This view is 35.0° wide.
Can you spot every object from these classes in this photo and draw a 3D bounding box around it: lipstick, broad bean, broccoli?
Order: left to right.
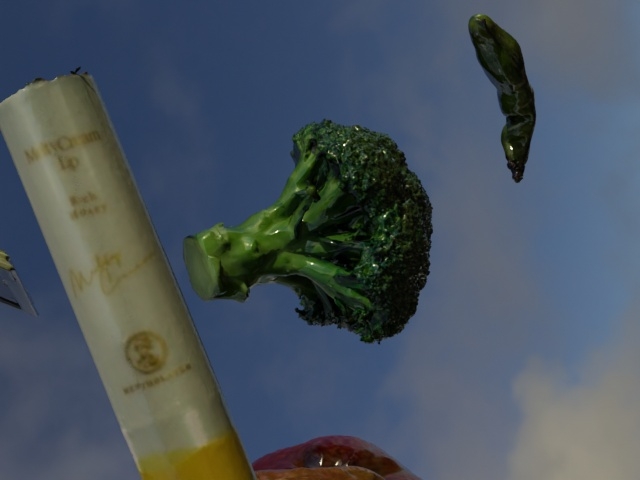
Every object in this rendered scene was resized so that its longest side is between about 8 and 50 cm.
[{"bbox_3d":[-0.099,0.041,0.543,0.059,0.059,0.264,-22,-89,-62],"label":"lipstick"},{"bbox_3d":[0.000,0.000,1.195,0.297,0.297,0.298,-18,-71,-22],"label":"broccoli"},{"bbox_3d":[0.189,-0.151,1.016,0.061,0.046,0.195,-65,-35,-44],"label":"broad bean"}]

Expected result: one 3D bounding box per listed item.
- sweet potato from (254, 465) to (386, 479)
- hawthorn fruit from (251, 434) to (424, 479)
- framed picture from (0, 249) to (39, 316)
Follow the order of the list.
[{"bbox_3d":[-0.039,0.251,0.916,0.251,0.097,0.097,-7,-84,-39],"label":"sweet potato"},{"bbox_3d":[0.025,0.407,1.185,0.285,0.284,0.369,-63,-30,-44],"label":"hawthorn fruit"},{"bbox_3d":[-0.348,-0.002,0.842,0.296,0.232,0.019,141,151,-73],"label":"framed picture"}]
